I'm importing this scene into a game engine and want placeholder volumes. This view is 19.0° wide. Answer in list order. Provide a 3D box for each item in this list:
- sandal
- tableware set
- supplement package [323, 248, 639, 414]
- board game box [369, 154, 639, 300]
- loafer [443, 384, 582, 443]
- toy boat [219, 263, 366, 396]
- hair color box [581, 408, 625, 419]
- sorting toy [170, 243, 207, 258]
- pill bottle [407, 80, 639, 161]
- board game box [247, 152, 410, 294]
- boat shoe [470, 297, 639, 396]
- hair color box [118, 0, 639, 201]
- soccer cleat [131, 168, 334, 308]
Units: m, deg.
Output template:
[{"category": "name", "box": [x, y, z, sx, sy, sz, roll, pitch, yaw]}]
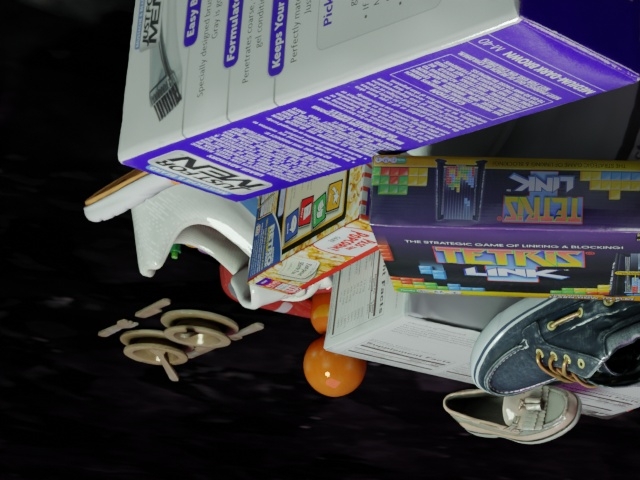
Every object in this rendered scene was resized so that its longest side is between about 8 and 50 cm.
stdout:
[{"category": "sandal", "box": [-0.106, -0.089, 1.457, 0.265, 0.102, 0.076, -25, 102, 37]}, {"category": "tableware set", "box": [-0.162, 0.118, 2.156, 0.128, 0.039, 0.194, 16, 158, -26]}, {"category": "supplement package", "box": [0.160, 0.003, 1.481, 0.262, 0.204, 0.145, 14, 161, -21]}, {"category": "board game box", "box": [0.122, -0.005, 1.162, 0.170, 0.048, 0.141, 1, 163, 10]}, {"category": "loafer", "box": [0.146, 0.133, 1.485, 0.039, 0.045, 0.125, 27, 158, -33]}, {"category": "toy boat", "box": [0.018, 0.073, 1.798, 0.231, 0.151, 0.151, 14, 160, -30]}, {"category": "hair color box", "box": [0.231, 0.067, 1.696, 0.093, 0.167, 0.053, 12, 160, -18]}, {"category": "sorting toy", "box": [-0.114, -0.003, 1.794, 0.061, 0.042, 0.102, 1, 160, 15]}, {"category": "pill bottle", "box": [0.220, -0.086, 1.251, 0.318, 0.176, 0.176, 12, 160, -15]}, {"category": "board game box", "box": [0.010, -0.053, 1.457, 0.045, 0.147, 0.193, 15, 159, -23]}, {"category": "boat shoe", "box": [0.174, 0.076, 1.319, 0.065, 0.083, 0.183, 27, 130, -30]}, {"category": "hair color box", "box": [0.028, -0.151, 1.113, 0.110, 0.185, 0.339, 20, 157, -40]}, {"category": "soccer cleat", "box": [0.000, 0.000, 1.615, 0.331, 0.143, 0.116, 9, 161, -9]}]
